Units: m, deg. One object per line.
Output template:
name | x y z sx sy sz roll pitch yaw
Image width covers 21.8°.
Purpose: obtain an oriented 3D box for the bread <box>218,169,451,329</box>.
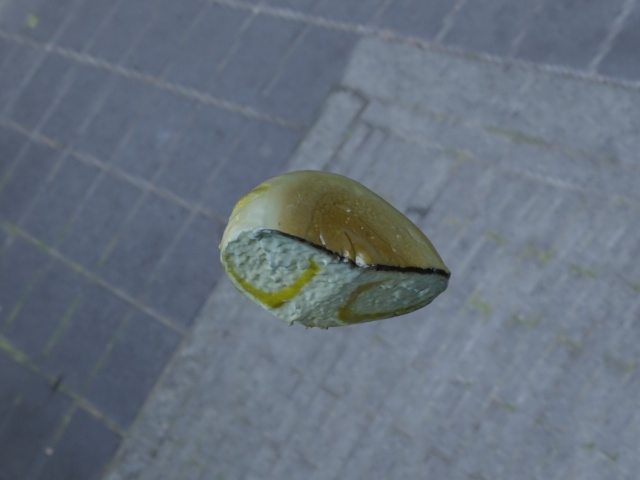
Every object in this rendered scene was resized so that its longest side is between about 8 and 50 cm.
bread | 0.000 0.000 1.070 0.083 0.157 0.094 -39 60 45
